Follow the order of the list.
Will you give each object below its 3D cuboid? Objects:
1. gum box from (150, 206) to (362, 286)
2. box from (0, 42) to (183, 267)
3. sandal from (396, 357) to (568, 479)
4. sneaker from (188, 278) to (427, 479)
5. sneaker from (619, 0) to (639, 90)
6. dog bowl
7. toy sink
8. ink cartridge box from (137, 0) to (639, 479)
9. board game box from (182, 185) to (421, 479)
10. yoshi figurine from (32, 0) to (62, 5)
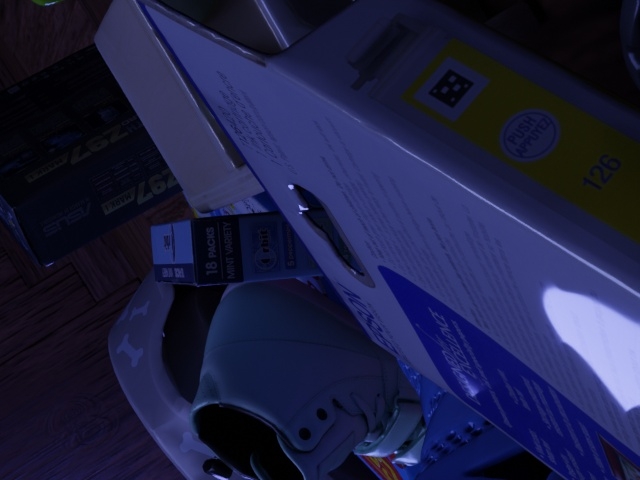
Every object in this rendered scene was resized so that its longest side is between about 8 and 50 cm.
[{"bbox_3d":[0.000,0.000,0.981,0.157,0.184,0.041,179,86,-76],"label":"gum box"},{"bbox_3d":[-0.145,-0.089,1.200,0.183,0.233,0.059,39,155,54],"label":"box"},{"bbox_3d":[0.097,0.126,0.837,0.317,0.138,0.126,-122,19,-52],"label":"sandal"},{"bbox_3d":[0.033,0.132,1.056,0.256,0.151,0.094,24,132,-3],"label":"sneaker"},{"bbox_3d":[0.117,-0.134,0.457,0.267,0.101,0.106,63,-163,-49],"label":"sneaker"},{"bbox_3d":[-0.058,0.160,1.524,0.349,0.102,0.349,46,-171,-9],"label":"dog bowl"},{"bbox_3d":[-0.016,-0.111,0.833,0.131,0.153,0.234,59,169,-5],"label":"toy sink"},{"bbox_3d":[0.100,0.032,0.639,0.307,0.072,0.303,38,169,33],"label":"ink cartridge box"},{"bbox_3d":[0.003,0.033,1.272,0.308,0.086,0.302,40,158,55],"label":"board game box"},{"bbox_3d":[-0.168,-0.215,0.817,0.362,0.204,0.203,0,-91,-75],"label":"yoshi figurine"}]
